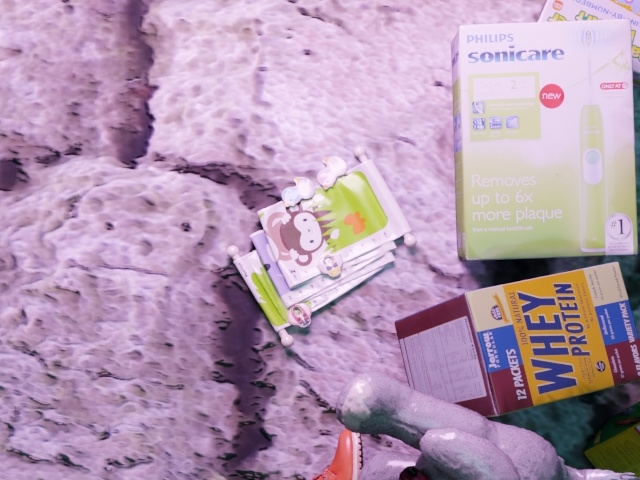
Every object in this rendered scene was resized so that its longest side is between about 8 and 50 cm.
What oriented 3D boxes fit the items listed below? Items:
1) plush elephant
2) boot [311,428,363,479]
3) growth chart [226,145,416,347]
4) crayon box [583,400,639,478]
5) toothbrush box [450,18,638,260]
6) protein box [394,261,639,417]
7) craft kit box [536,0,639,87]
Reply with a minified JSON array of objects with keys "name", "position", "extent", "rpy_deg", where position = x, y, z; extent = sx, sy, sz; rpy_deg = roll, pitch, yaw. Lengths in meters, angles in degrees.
[{"name":"plush elephant","position":[0.152,0.329,1.142],"extent":[0.330,0.271,0.255],"rpy_deg":[13,57,9]},{"name":"boot","position":[0.008,0.299,1.347],"extent":[0.085,0.059,0.157],"rpy_deg":[11,82,6]},{"name":"growth chart","position":[0.000,0.000,1.412],"extent":[0.237,0.021,0.172],"rpy_deg":[-37,82,-7]},{"name":"crayon box","position":[0.464,0.304,1.291],"extent":[0.278,0.165,0.081],"rpy_deg":[50,48,6]},{"name":"toothbrush box","position":[0.270,-0.118,1.360],"extent":[0.206,0.122,0.283],"rpy_deg":[-1,89,2]},{"name":"protein box","position":[0.225,0.123,1.279],"extent":[0.200,0.201,0.135],"rpy_deg":[-10,81,-21]},{"name":"craft kit box","position":[0.433,-0.329,1.456],"extent":[0.250,0.061,0.246],"rpy_deg":[22,84,3]}]
